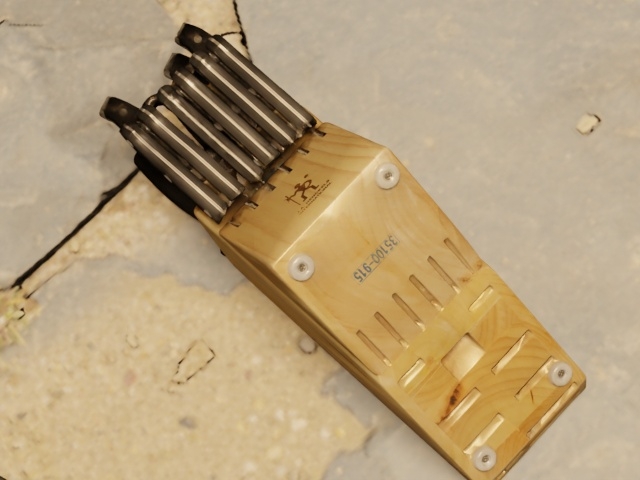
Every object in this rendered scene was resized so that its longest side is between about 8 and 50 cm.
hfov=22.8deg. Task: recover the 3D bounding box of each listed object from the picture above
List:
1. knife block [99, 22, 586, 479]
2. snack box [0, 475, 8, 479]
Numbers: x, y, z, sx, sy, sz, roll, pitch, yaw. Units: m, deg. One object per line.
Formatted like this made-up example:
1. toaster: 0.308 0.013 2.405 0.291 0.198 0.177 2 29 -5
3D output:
1. knife block: 0.000 0.000 0.921 0.088 0.242 0.275 -46 115 -6
2. snack box: -0.106 0.275 0.846 0.322 0.060 0.187 27 78 18
